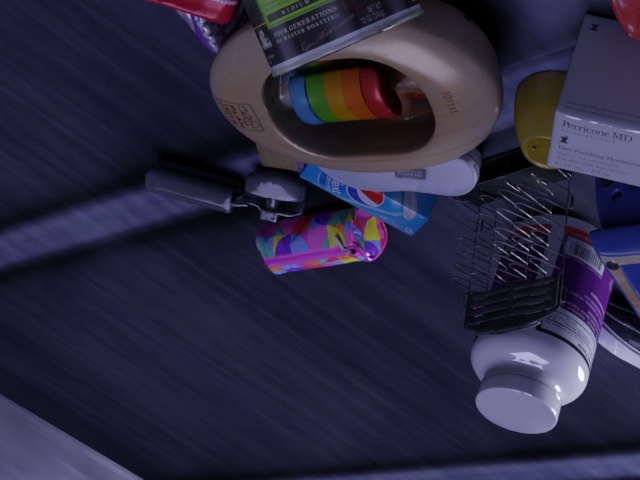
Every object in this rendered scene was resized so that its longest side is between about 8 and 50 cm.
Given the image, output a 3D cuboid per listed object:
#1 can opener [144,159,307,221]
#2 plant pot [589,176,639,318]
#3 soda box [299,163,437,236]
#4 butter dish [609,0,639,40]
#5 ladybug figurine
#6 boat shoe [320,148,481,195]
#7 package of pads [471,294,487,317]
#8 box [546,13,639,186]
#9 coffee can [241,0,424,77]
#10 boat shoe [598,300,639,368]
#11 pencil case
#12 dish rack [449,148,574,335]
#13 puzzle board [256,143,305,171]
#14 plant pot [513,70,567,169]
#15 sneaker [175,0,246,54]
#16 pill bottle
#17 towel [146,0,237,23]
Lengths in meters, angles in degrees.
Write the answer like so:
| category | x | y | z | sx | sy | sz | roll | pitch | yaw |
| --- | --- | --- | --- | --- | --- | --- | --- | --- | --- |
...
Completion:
| category | x | y | z | sx | sy | sz | roll | pitch | yaw |
| --- | --- | --- | --- | --- | --- | --- | --- | --- | --- |
| can opener | -0.158 | -0.101 | 2.343 | 0.283 | 0.076 | 0.095 | 15 | 114 | 12 |
| plant pot | 0.517 | -0.012 | 1.915 | 0.236 | 0.212 | 0.236 | -8 | 136 | 37 |
| soda box | 0.079 | -0.093 | 2.187 | 0.210 | 0.071 | 0.067 | 28 | 147 | -8 |
| butter dish | 0.411 | -0.293 | 1.658 | 0.160 | 0.118 | 0.160 | -2 | 139 | 33 |
| ladybug figurine | 0.050 | -0.235 | 1.917 | 0.449 | 0.162 | 0.305 | 1 | 141 | 29 |
| boat shoe | 0.118 | -0.126 | 2.103 | 0.258 | 0.084 | 0.095 | 14 | 123 | 10 |
| package of pads | 0.296 | 0.129 | 2.415 | 0.050 | 0.032 | 0.083 | 3 | 143 | 29 |
| box | 0.402 | -0.176 | 1.773 | 0.181 | 0.182 | 0.119 | 14 | 147 | 13 |
| coffee can | -0.019 | -0.360 | 1.641 | 0.201 | 0.201 | 0.275 | -16 | 100 | 45 |
| boat shoe | 0.557 | 0.163 | 2.255 | 0.301 | 0.108 | 0.102 | 35 | 115 | 4 |
| pencil case | 0.000 | 0.000 | 2.347 | 0.236 | 0.104 | 0.104 | -10 | 135 | 41 |
| dish rack | 0.278 | 0.005 | 2.043 | 0.074 | 0.271 | 0.208 | 27 | 151 | -34 |
| puzzle board | -0.061 | -0.159 | 2.234 | 0.096 | 0.011 | 0.128 | 9 | 146 | 18 |
| plant pot | 0.327 | -0.157 | 1.926 | 0.134 | 0.095 | 0.134 | 16 | 147 | 11 |
| sneaker | -0.197 | -0.363 | 1.954 | 0.105 | 0.095 | 0.236 | -1 | 135 | 40 |
| pill bottle | 0.340 | 0.129 | 2.119 | 0.182 | 0.323 | 0.181 | 16 | 147 | 11 |
| towel | -0.179 | -0.426 | 1.803 | 0.199 | 0.031 | 0.275 | 17 | 126 | -3 |
